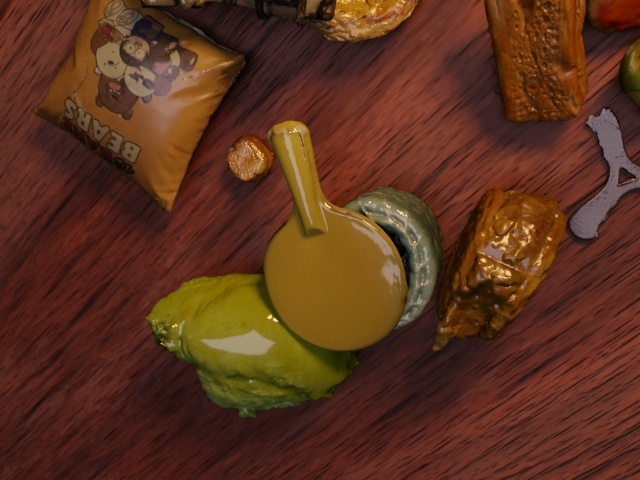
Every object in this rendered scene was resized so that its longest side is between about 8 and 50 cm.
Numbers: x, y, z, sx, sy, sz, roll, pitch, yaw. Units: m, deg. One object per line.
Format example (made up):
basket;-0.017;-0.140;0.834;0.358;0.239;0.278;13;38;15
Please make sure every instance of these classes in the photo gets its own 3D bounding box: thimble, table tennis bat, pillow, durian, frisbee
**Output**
thimble;0.097;0.034;1.060;0.198;0.143;0.235;9;106;16
table tennis bat;0.000;0.000;0.983;0.224;0.054;0.369;-14;102;21
pillow;-0.315;-0.258;1.113;0.310;0.119;0.312;34;111;1
durian;-0.104;0.176;1.146;0.339;0.204;0.256;-10;116;10
frisbee;0.458;-0.113;0.981;0.211;0.012;0.187;-20;98;21

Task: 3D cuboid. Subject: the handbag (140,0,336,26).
handbag;-0.110;-0.472;0.876;0.325;0.162;0.327;17;116;27

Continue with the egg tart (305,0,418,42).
egg tart;0.047;-0.416;0.976;0.252;0.098;0.232;27;104;4

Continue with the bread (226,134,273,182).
bread;-0.124;-0.140;1.130;0.083;0.046;0.081;13;103;15

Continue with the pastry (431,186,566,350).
pastry;0.267;0.037;0.963;0.132;0.235;0.240;21;120;5

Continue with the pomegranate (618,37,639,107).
pomegranate;0.491;-0.235;0.882;0.169;0.122;0.143;14;146;-23

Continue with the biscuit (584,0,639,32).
biscuit;0.404;-0.462;0.781;0.368;0.076;0.394;-26;122;21

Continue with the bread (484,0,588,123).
bread;0.288;-0.284;0.887;0.139;0.077;0.271;3;138;29
